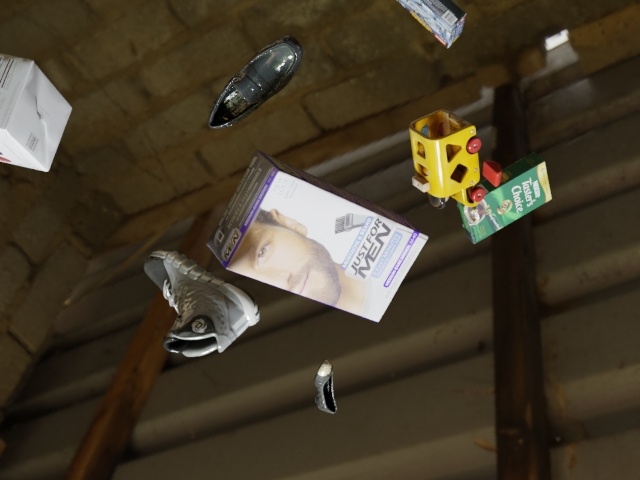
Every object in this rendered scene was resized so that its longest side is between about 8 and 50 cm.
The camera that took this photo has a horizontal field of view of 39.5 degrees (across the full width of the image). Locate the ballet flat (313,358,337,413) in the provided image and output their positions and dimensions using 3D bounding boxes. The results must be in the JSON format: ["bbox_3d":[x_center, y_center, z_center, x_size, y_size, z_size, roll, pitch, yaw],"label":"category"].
[{"bbox_3d":[0.016,0.311,1.916,0.049,0.173,0.057,26,-125,22],"label":"ballet flat"}]

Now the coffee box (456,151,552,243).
[{"bbox_3d":[0.358,-0.083,1.734,0.184,0.113,0.040,-29,-135,-5],"label":"coffee box"}]

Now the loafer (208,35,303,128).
[{"bbox_3d":[-0.115,-0.267,1.543,0.223,0.076,0.078,-37,-167,33],"label":"loafer"}]

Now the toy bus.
[{"bbox_3d":[0.210,-0.120,1.534,0.104,0.202,0.191,-24,170,-18],"label":"toy bus"}]

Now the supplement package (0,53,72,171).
[{"bbox_3d":[-0.619,-0.250,1.689,0.203,0.194,0.149,13,-107,11],"label":"supplement package"}]

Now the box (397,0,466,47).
[{"bbox_3d":[0.110,-0.289,1.040,0.027,0.137,0.094,-46,176,3],"label":"box"}]

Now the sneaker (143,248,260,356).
[{"bbox_3d":[-0.215,0.101,1.354,0.228,0.086,0.132,22,-123,31],"label":"sneaker"}]

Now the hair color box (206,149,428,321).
[{"bbox_3d":[0.000,0.000,1.520,0.185,0.338,0.110,-61,-146,11],"label":"hair color box"}]
